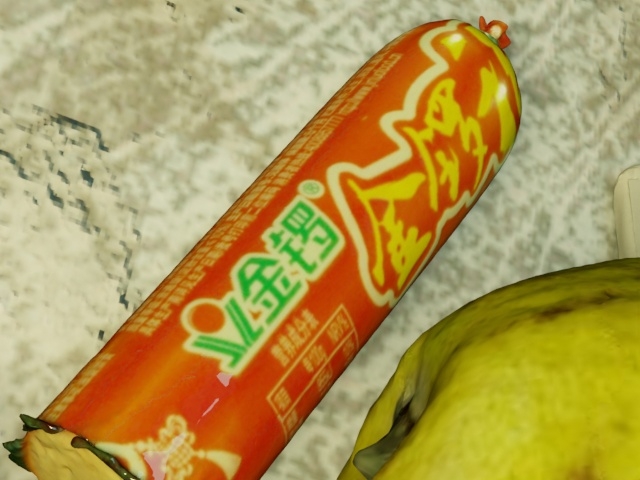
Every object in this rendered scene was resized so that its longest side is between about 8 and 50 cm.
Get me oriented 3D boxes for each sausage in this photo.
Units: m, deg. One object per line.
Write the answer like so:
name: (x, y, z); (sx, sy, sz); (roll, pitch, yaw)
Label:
sausage: (0.000, 0.000, 0.491); (0.083, 0.083, 0.264); (44, 61, -8)

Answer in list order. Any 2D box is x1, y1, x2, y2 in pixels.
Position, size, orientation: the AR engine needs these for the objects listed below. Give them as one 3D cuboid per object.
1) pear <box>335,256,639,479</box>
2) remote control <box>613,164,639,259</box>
pear: (0.139, 0.133, 0.424); (0.307, 0.253, 0.253); (28, 65, -10)
remote control: (0.258, 0.010, 0.600); (0.261, 0.029, 0.067); (6, 62, -6)
